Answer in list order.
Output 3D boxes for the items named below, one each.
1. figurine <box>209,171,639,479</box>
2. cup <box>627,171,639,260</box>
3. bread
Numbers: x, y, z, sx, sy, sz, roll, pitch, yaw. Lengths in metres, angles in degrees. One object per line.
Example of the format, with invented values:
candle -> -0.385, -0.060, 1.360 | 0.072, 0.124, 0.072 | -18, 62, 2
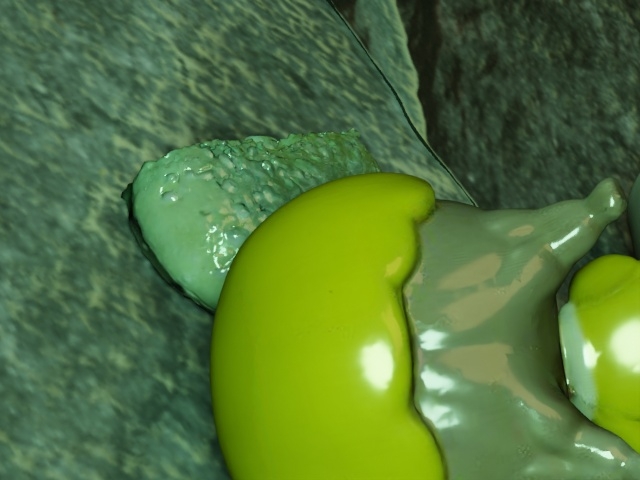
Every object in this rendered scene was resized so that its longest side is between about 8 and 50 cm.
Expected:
figurine -> 0.112, 0.057, 0.943 | 0.343, 0.187, 0.215 | -10, 69, -9
cup -> 0.328, 0.061, 1.223 | 0.253, 0.191, 0.200 | 52, 26, -45
bread -> 0.000, 0.000, 1.077 | 0.232, 0.064, 0.172 | 33, 40, -12
